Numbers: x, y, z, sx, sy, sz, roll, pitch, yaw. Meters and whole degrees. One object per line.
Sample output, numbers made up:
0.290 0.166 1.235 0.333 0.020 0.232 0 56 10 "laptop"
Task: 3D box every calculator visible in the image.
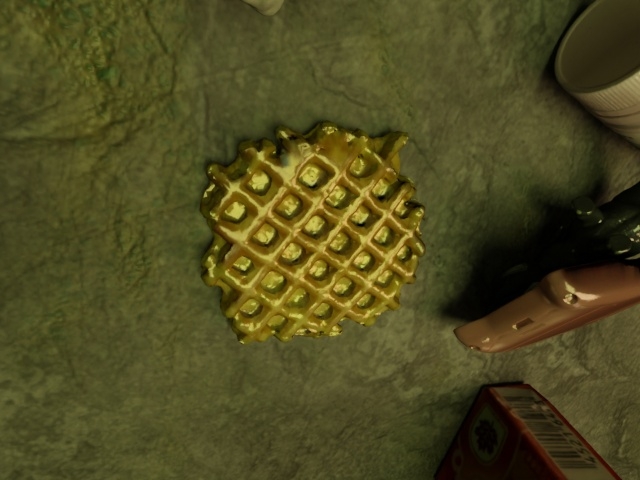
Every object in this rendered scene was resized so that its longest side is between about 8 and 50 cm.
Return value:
0.347 0.082 0.552 0.329 0.048 0.220 -3 149 -29 "calculator"

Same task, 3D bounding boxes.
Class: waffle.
0.001 0.001 0.452 0.254 0.052 0.245 -8 113 -17 "waffle"

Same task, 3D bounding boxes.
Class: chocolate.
0.284 0.364 0.611 0.108 0.237 0.235 16 106 -15 "chocolate"

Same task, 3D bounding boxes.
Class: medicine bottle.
0.397 -0.171 0.483 0.249 0.133 0.133 21 103 -27 "medicine bottle"

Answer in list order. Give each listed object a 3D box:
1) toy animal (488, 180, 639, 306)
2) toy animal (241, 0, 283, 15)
0.337 0.002 0.533 0.269 0.082 0.137 -30 152 6 "toy animal"
0.013 -0.317 0.243 0.325 0.208 0.154 -46 166 24 "toy animal"
